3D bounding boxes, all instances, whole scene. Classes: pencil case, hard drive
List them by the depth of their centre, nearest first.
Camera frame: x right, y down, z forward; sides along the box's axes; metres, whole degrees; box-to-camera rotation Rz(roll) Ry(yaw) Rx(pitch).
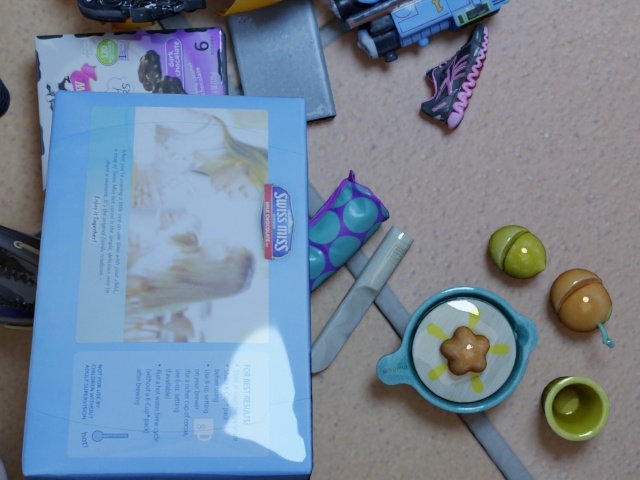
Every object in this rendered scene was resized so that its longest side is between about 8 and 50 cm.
[{"bbox_3d":[0.000,0.000,1.181,0.152,0.064,0.070,-43,112,-1],"label":"pencil case"},{"bbox_3d":[-0.042,-0.190,1.197,0.094,0.022,0.135,-12,92,-1],"label":"hard drive"}]

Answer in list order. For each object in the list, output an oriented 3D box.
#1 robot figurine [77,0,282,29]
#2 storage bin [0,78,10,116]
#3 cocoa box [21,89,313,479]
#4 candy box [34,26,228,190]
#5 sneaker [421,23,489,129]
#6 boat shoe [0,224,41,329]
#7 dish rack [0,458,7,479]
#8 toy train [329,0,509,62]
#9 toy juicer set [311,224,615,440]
[{"bbox_3d":[-0.120,-0.299,1.136,0.291,0.085,0.211,-12,54,2],"label":"robot figurine"},{"bbox_3d":[-0.436,-0.150,1.160,0.180,0.084,0.122,-32,91,-1],"label":"storage bin"},{"bbox_3d":[-0.127,0.067,0.995,0.232,0.228,0.347,1,66,-5],"label":"cocoa box"},{"bbox_3d":[-0.195,-0.136,1.171,0.196,0.070,0.164,-3,92,-1],"label":"candy box"},{"bbox_3d":[0.144,-0.183,1.194,0.057,0.047,0.119,22,89,10],"label":"sneaker"},{"bbox_3d":[-0.396,0.019,1.157,0.325,0.097,0.116,18,91,-1],"label":"boat shoe"},{"bbox_3d":[-0.504,0.323,1.174,0.286,0.072,0.332,23,91,-1],"label":"dish rack"},{"bbox_3d":[0.105,-0.261,1.173,0.184,0.080,0.105,-24,97,-1],"label":"toy train"},{"bbox_3d":[0.160,0.079,1.173,0.329,0.089,0.209,13,91,-1],"label":"toy juicer set"}]
